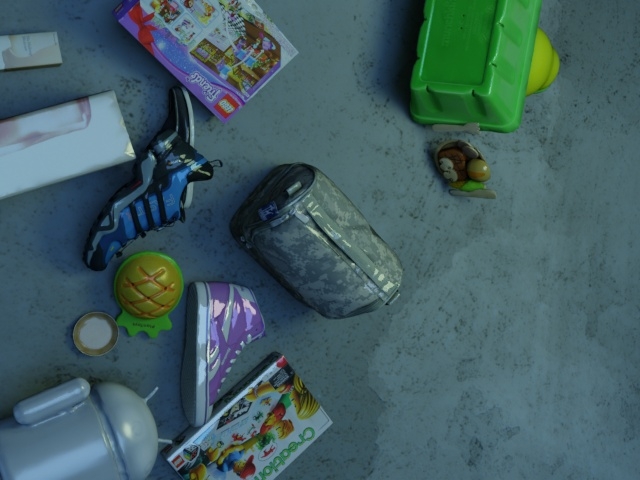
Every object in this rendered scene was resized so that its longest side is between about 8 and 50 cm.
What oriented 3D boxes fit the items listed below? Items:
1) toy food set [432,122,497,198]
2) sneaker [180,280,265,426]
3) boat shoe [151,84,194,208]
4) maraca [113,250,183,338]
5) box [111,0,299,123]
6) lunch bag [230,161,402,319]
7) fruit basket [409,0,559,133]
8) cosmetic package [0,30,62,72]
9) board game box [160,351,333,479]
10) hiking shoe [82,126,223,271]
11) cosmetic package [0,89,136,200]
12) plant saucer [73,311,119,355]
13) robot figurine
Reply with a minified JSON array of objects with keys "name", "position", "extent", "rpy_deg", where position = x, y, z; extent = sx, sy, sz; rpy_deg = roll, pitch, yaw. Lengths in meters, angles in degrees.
[{"name":"toy food set","position":[0.302,-0.162,1.770],"extent":[0.038,0.132,0.192],"rpy_deg":[-49,130,-36]},{"name":"sneaker","position":[-0.182,0.224,1.610],"extent":[0.161,0.102,0.282],"rpy_deg":[6,91,-28]},{"name":"boat shoe","position":[-0.280,-0.175,1.544],"extent":[0.079,0.084,0.233],"rpy_deg":[1,97,-24]},{"name":"maraca","position":[-0.323,0.102,1.539],"extent":[0.127,0.099,0.186],"rpy_deg":[8,115,-10]},{"name":"box","position":[-0.202,-0.378,1.498],"extent":[0.201,0.057,0.293],"rpy_deg":[-43,131,4]},{"name":"lunch bag","position":[0.000,0.000,1.592],"extent":[0.305,0.256,0.212],"rpy_deg":[46,75,-20]},{"name":"fruit basket","position":[0.358,-0.413,1.773],"extent":[0.392,0.283,0.392],"rpy_deg":[10,90,-68]},{"name":"cosmetic package","position":[-0.518,-0.331,1.446],"extent":[0.115,0.041,0.060],"rpy_deg":[-13,99,-23]},{"name":"board game box","position":[-0.143,0.397,1.663],"extent":[0.305,0.053,0.193],"rpy_deg":[-41,109,-17]},{"name":"hiking shoe","position":[-0.312,-0.049,1.473],"extent":[0.132,0.113,0.304],"rpy_deg":[35,106,-12]},{"name":"cosmetic package","position":[-0.489,-0.157,1.412],"extent":[0.296,0.153,0.129],"rpy_deg":[-21,103,-24]},{"name":"plant saucer","position":[-0.420,0.174,1.539],"extent":[0.083,0.015,0.083],"rpy_deg":[-2,95,-23]},{"name":"robot figurine","position":[-0.439,0.372,1.443],"extent":[0.353,0.200,0.300],"rpy_deg":[-19,129,-23]}]
